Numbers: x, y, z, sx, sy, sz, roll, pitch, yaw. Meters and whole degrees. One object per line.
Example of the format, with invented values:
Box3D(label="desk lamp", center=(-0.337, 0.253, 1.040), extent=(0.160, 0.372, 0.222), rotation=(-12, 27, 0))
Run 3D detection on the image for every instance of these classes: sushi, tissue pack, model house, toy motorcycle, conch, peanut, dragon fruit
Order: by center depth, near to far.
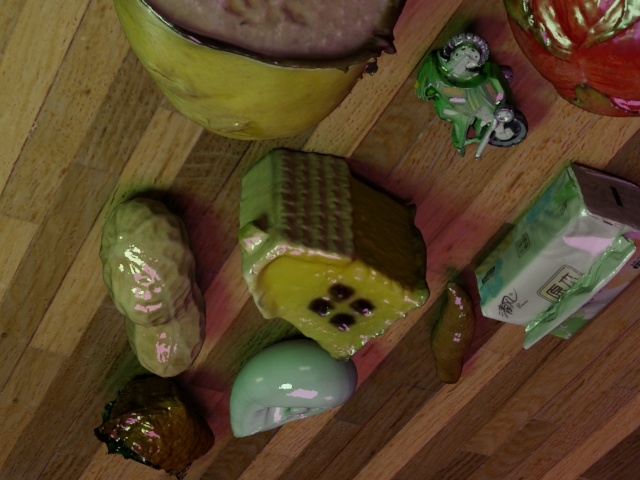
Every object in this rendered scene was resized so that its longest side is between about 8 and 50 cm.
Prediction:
Box3D(label="dragon fruit", center=(0.316, -0.261, 1.164), extent=(0.277, 0.277, 0.342), rotation=(-21, 153, 16))
Box3D(label="toy motorcycle", center=(0.172, -0.168, 1.401), extent=(0.106, 0.074, 0.190), rotation=(-14, 139, 23))
Box3D(label="model house", center=(0.000, 0.000, 1.476), extent=(0.175, 0.193, 0.234), rotation=(-32, 129, 26))
Box3D(label="peanut", center=(-0.215, 0.072, 1.567), extent=(0.120, 0.136, 0.298), rotation=(9, 141, 14))
Box3D(label="tissue pack", center=(0.338, 0.038, 1.584), extent=(0.159, 0.145, 0.229), rotation=(17, 133, -24))
Box3D(label="conch", center=(-0.042, 0.219, 1.758), extent=(0.221, 0.121, 0.185), rotation=(-29, 137, 33))
Box3D(label="sushi", center=(-0.252, 0.277, 1.789), extent=(0.140, 0.149, 0.287), rotation=(-36, 163, -5))

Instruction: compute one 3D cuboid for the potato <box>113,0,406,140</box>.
Box3D(label="potato", center=(-0.124, -0.262, 1.156), extent=(0.397, 0.290, 0.296), rotation=(36, 154, -14))

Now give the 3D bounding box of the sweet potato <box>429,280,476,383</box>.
Box3D(label="sweet potato", center=(0.193, 0.144, 1.748), extent=(0.067, 0.067, 0.274), rotation=(-4, 144, -2))
